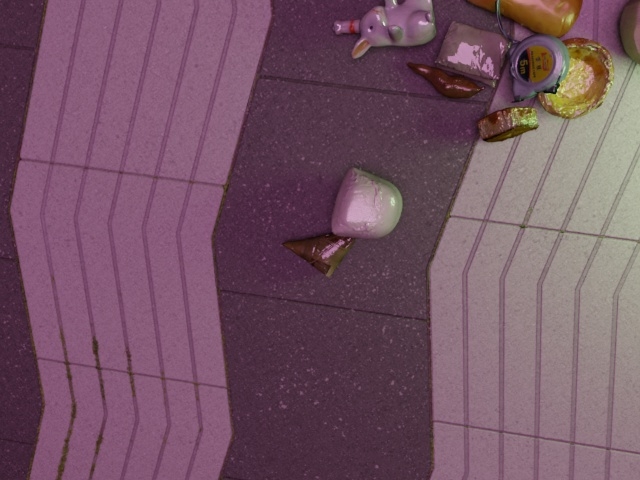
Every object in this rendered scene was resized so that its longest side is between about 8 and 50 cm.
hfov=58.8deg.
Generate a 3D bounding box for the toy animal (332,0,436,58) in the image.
[{"bbox_3d":[0.173,-0.580,1.513,0.283,0.138,0.140,-3,67,2],"label":"toy animal"}]

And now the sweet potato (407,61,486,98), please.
[{"bbox_3d":[0.341,-0.436,1.573,0.226,0.068,0.068,23,104,11],"label":"sweet potato"}]

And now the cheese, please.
[{"bbox_3d":[0.136,-0.092,1.618,0.189,0.154,0.198,16,92,2],"label":"cheese"}]

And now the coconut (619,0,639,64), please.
[{"bbox_3d":[0.880,-0.537,1.390,0.238,0.266,0.237,2,111,4],"label":"coconut"}]

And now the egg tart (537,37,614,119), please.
[{"bbox_3d":[0.675,-0.434,1.523,0.213,0.090,0.212,2,103,8],"label":"egg tart"}]

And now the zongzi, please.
[{"bbox_3d":[0.000,0.000,1.696,0.176,0.078,0.160,36,98,1],"label":"zongzi"}]

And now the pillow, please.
[{"bbox_3d":[0.412,-0.509,1.540,0.181,0.078,0.134,18,100,4],"label":"pillow"}]

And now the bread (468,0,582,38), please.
[{"bbox_3d":[0.532,-0.645,1.493,0.305,0.091,0.142,23,98,0],"label":"bread"}]

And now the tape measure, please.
[{"bbox_3d":[0.542,-0.531,1.453,0.164,0.084,0.330,-4,99,31],"label":"tape measure"}]

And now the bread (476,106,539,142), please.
[{"bbox_3d":[0.512,-0.316,1.547,0.128,0.140,0.069,-7,83,-35],"label":"bread"}]
